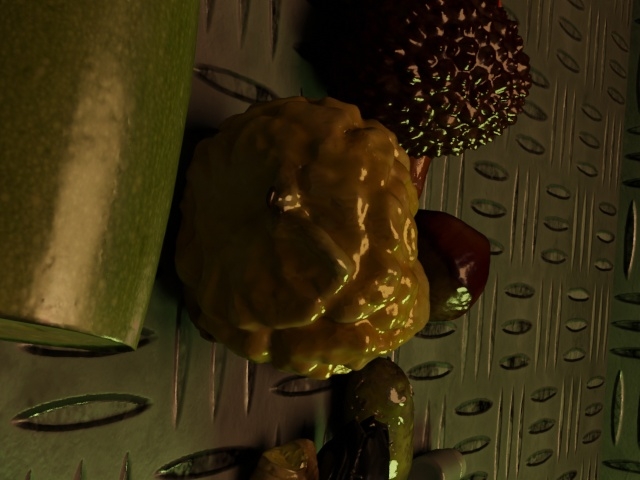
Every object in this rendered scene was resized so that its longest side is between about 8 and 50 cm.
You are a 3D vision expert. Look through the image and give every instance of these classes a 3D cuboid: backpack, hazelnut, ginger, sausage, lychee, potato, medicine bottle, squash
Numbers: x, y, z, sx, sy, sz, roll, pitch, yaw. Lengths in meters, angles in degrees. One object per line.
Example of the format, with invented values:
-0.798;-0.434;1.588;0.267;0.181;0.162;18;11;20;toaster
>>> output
0.034;0.376;1.626;0.133;0.206;0.258;24;59;-17;backpack
0.193;0.034;1.866;0.208;0.208;0.208;-12;104;-61;hazelnut
-0.083;0.408;1.523;0.131;0.086;0.294;61;49;-64;ginger
0.162;-0.131;1.927;0.062;0.054;0.183;24;71;-26;sausage
0.153;-0.262;1.653;0.306;0.330;0.306;21;90;-87;lychee
0.095;0.305;1.800;0.149;0.113;0.251;-55;148;-55;potato
0.219;0.432;2.069;0.130;0.080;0.080;-1;94;-61;medicine bottle
-0.248;-0.108;0.963;0.263;0.263;0.384;29;68;-59;squash

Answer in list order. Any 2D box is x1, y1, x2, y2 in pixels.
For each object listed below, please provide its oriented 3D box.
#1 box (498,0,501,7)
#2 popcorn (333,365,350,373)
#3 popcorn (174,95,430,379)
0.220;-0.413;1.916;0.182;0.133;0.099;-48;131;-47;box
-0.003;0.122;1.576;0.167;0.152;0.148;15;52;-60;popcorn
0.000;0.000;1.377;0.381;0.349;0.349;8;86;-55;popcorn
